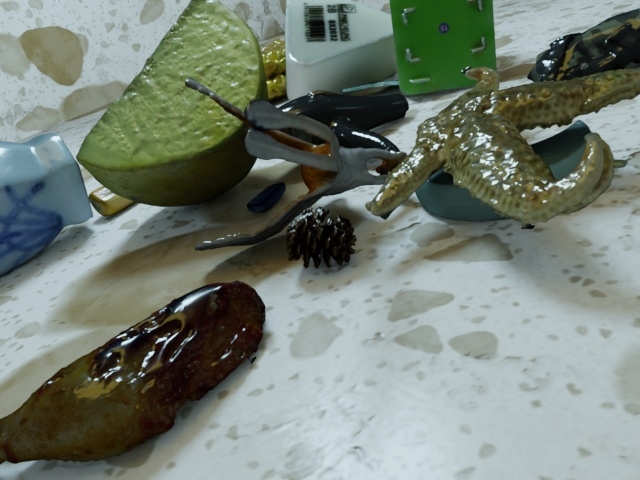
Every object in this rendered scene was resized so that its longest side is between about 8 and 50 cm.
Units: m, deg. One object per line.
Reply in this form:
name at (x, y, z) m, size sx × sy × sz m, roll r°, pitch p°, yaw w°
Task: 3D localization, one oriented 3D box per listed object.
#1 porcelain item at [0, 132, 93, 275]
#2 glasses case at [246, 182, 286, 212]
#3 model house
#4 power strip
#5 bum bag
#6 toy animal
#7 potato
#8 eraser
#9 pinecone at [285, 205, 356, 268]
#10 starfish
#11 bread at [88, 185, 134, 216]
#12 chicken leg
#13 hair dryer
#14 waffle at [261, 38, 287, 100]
porcelain item at (-0.605, -0.036, 0.965) m, size 0.405 × 0.243 × 0.178 m, roll -27°, pitch 48°, yaw -28°
glasses case at (-0.084, -0.065, 0.922) m, size 0.033 × 0.023 × 0.083 m, roll -8°, pitch 24°, yaw 32°
model house at (0.201, -0.490, 1.314) m, size 0.340 × 0.300 × 0.323 m, roll -7°, pitch 16°, yaw 10°
power strip at (0.233, -0.084, 0.716) m, size 0.253 × 0.054 × 0.167 m, roll -6°, pitch 29°, yaw 24°
bum bag at (0.530, -0.348, 1.022) m, size 0.340 × 0.095 × 0.144 m, roll -20°, pitch 27°, yaw 12°
toy animal at (-0.003, -0.106, 0.709) m, size 0.302 × 0.225 × 0.284 m, roll -2°, pitch -1°, yaw -29°
potato at (-0.180, -0.165, 0.970) m, size 0.212 × 0.280 × 0.330 m, roll 34°, pitch 83°, yaw 16°
eraser at (0.011, -0.519, 1.508) m, size 0.331 × 0.150 × 0.331 m, roll 0°, pitch 52°, yaw 0°
pinecone at (0.000, 0.000, 0.679) m, size 0.083 × 0.077 × 0.077 m, roll 26°, pitch 39°, yaw 12°
starfish at (0.240, -0.147, 0.691) m, size 0.324 × 0.082 × 0.432 m, roll -1°, pitch 29°, yaw 41°
bread at (-0.398, -0.086, 1.139) m, size 0.062 × 0.049 × 0.103 m, roll 26°, pitch 41°, yaw 18°
chicken leg at (-0.190, 0.126, 0.545) m, size 0.177 × 0.083 × 0.322 m, roll -4°, pitch 25°, yaw 46°
hair dryer at (0.098, -0.174, 0.987) m, size 0.303 × 0.120 × 0.359 m, roll -14°, pitch 31°, yaw -28°
waffle at (-0.193, -0.471, 1.691) m, size 0.324 × 0.151 × 0.261 m, roll -28°, pitch 30°, yaw -14°
